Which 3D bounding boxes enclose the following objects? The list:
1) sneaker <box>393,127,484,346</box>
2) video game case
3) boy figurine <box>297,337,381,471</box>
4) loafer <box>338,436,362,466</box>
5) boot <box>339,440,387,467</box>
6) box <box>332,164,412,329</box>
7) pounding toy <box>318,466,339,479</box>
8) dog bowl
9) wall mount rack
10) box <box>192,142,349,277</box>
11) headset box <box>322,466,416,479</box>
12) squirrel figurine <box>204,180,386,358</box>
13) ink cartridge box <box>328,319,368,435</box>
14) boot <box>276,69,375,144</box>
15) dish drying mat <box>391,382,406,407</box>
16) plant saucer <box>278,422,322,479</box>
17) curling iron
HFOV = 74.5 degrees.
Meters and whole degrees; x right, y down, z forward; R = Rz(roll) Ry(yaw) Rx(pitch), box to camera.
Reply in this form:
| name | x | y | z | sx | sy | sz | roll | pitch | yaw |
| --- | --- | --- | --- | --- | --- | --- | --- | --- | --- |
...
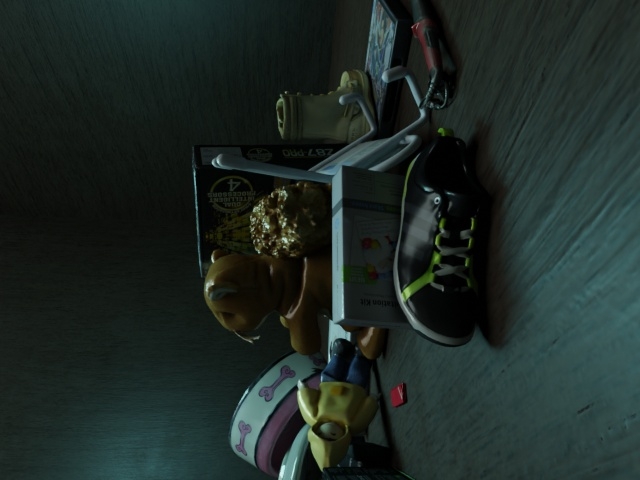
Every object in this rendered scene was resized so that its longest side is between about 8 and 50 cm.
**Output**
| name | x | y | z | sx | sy | sz | roll | pitch | yaw |
| --- | --- | --- | --- | --- | --- | --- | --- | --- | --- |
| sneaker | 0.124 | -0.012 | 0.437 | 0.097 | 0.084 | 0.235 | 103 | 168 | -66 |
| video game case | 0.130 | -0.368 | 0.893 | 0.275 | 0.035 | 0.248 | -92 | 6 | -49 |
| boy figurine | 0.030 | 0.327 | 0.862 | 0.285 | 0.177 | 0.092 | -57 | -27 | -58 |
| loafer | 0.062 | 0.506 | 1.119 | 0.267 | 0.096 | 0.084 | 127 | 150 | -87 |
| boot | 0.074 | 0.518 | 0.846 | 0.246 | 0.094 | 0.207 | 116 | 160 | -66 |
| box | 0.087 | 0.009 | 0.500 | 0.038 | 0.145 | 0.186 | 132 | 143 | -63 |
| pounding toy | 0.073 | 0.640 | 1.022 | 0.154 | 0.155 | 0.269 | -60 | 6 | -16 |
| dog bowl | -0.080 | 0.555 | 1.334 | 0.150 | 0.408 | 0.408 | 29 | 127 | 38 |
| wall mount rack | -0.008 | -0.151 | 0.680 | 0.130 | 0.304 | 0.350 | 60 | 171 | -15 |
| box | -0.087 | -0.068 | 0.981 | 0.318 | 0.395 | 0.097 | 104 | 154 | -43 |
| headset box | 0.075 | 0.485 | 0.577 | 0.246 | 0.131 | 0.283 | 102 | 169 | -68 |
| squirrel figurine | -0.055 | 0.045 | 0.890 | 0.281 | 0.370 | 0.397 | -102 | 16 | -61 |
| ink cartridge box | 0.070 | 0.332 | 1.124 | 0.239 | 0.060 | 0.275 | -161 | 73 | -81 |
| boot | 0.005 | -0.301 | 0.928 | 0.095 | 0.203 | 0.262 | 97 | 171 | -50 |
| dish drying mat | 0.134 | 0.268 | 0.727 | 0.083 | 0.008 | 0.032 | 99 | 171 | -63 |
| plant saucer | -0.033 | 0.685 | 1.191 | 0.400 | 0.100 | 0.400 | -3 | -90 | -69 |
| curling iron | 0.146 | -0.286 | 0.600 | 0.068 | 0.035 | 0.274 | 98 | 172 | -58 |
